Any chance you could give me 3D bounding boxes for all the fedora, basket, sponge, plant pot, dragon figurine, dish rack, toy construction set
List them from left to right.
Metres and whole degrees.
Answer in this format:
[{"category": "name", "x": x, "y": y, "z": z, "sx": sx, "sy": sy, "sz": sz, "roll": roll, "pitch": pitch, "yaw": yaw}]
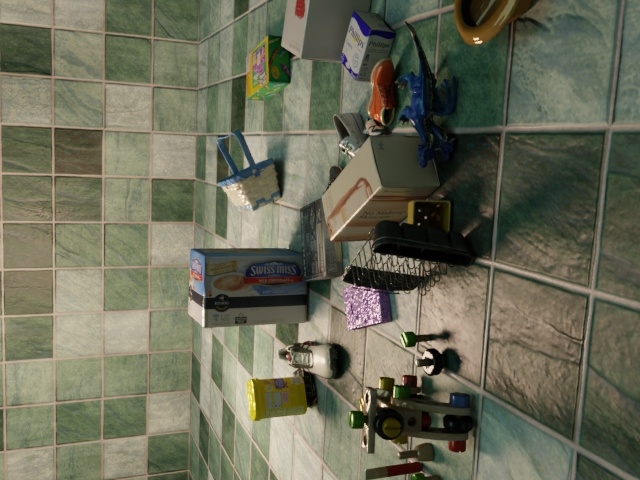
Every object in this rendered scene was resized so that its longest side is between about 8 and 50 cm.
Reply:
[{"category": "basket", "x": -0.277, "y": -0.254, "z": 2.404, "sx": 0.289, "sy": 0.201, "sz": 0.255, "roll": 62, "pitch": 162, "yaw": -16}, {"category": "sponge", "x": 0.117, "y": 0.164, "z": 1.711, "sx": 0.210, "sy": 0.031, "sz": 0.117, "roll": 148, "pitch": 119, "yaw": -65}, {"category": "toy construction set", "x": 0.144, "y": 0.387, "z": 1.377, "sx": 0.257, "sy": 0.237, "sz": 0.309, "roll": -130, "pitch": 44, "yaw": -57}, {"category": "dish rack", "x": 0.165, "y": 0.056, "z": 1.379, "sx": 0.271, "sy": 0.208, "sz": 0.074, "roll": 122, "pitch": 153, "yaw": -53}, {"category": "plant pot", "x": 0.220, "y": -0.046, "z": 1.398, "sx": 0.083, "sy": 0.081, "sz": 0.081, "roll": -153, "pitch": 64, "yaw": -78}, {"category": "dragon figurine", "x": 0.224, "y": -0.299, "z": 1.365, "sx": 0.144, "sy": 0.085, "sz": 0.289, "roll": -145, "pitch": 53, "yaw": -61}, {"category": "fedora", "x": 0.314, "y": -0.433, "z": 1.156, "sx": 0.194, "sy": 0.079, "sz": 0.194, "roll": -17, "pitch": 71, "yaw": 62}]

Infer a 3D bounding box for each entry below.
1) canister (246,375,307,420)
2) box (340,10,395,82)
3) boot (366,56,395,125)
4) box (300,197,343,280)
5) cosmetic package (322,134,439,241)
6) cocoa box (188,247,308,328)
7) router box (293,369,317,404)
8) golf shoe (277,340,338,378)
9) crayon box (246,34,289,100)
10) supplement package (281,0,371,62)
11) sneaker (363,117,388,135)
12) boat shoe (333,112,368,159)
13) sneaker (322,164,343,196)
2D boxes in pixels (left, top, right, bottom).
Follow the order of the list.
[{"category": "canister", "x": -0.133, "y": 0.484, "z": 2.041, "sx": 0.073, "sy": 0.170, "sz": 0.126, "roll": 134, "pitch": 132, "yaw": -58}, {"category": "box", "x": 0.115, "y": -0.482, "z": 1.653, "sx": 0.126, "sy": 0.072, "sz": 0.137, "roll": -116, "pitch": 34, "yaw": -46}, {"category": "boot", "x": 0.157, "y": -0.353, "z": 1.581, "sx": 0.084, "sy": 0.059, "sz": 0.158, "roll": -122, "pitch": 30, "yaw": -47}, {"category": "box", "x": 0.000, "y": 0.000, "z": 1.962, "sx": 0.183, "sy": 0.056, "sz": 0.231, "roll": 159, "pitch": 109, "yaw": -66}, {"category": "cosmetic package", "x": 0.129, "y": -0.111, "z": 1.524, "sx": 0.296, "sy": 0.153, "sz": 0.129, "roll": 129, "pitch": 134, "yaw": -59}, {"category": "cocoa box", "x": -0.237, "y": 0.144, "z": 2.159, "sx": 0.231, "sy": 0.347, "sz": 0.228, "roll": -166, "pitch": 77, "yaw": -67}, {"category": "router box", "x": -0.049, "y": 0.467, "z": 2.113, "sx": 0.092, "sy": 0.038, "sz": 0.122, "roll": 133, "pitch": 132, "yaw": -58}, {"category": "golf shoe", "x": -0.034, "y": 0.357, "z": 1.973, "sx": 0.273, "sy": 0.120, "sz": 0.105, "roll": 168, "pitch": 103, "yaw": -66}, {"category": "crayon box", "x": -0.193, "y": -0.615, "z": 2.392, "sx": 0.278, "sy": 0.081, "sz": 0.165, "roll": 177, "pitch": 92, "yaw": -68}, {"category": "supplement package", "x": 0.020, "y": -0.633, "z": 1.746, "sx": 0.177, "sy": 0.175, "sz": 0.293, "roll": -129, "pitch": 43, "yaw": -56}, {"category": "sneaker", "x": 0.136, "y": -0.282, "z": 1.647, "sx": 0.109, "sy": 0.040, "sz": 0.043, "roll": -146, "pitch": 60, "yaw": -63}, {"category": "boat shoe", "x": 0.085, "y": -0.243, "z": 1.724, "sx": 0.083, "sy": 0.076, "sz": 0.226, "roll": 113, "pitch": 148, "yaw": -44}, {"category": "sneaker", "x": 0.037, "y": -0.141, "z": 1.857, "sx": 0.061, "sy": 0.065, "sz": 0.158, "roll": 131, "pitch": 134, "yaw": -58}]
